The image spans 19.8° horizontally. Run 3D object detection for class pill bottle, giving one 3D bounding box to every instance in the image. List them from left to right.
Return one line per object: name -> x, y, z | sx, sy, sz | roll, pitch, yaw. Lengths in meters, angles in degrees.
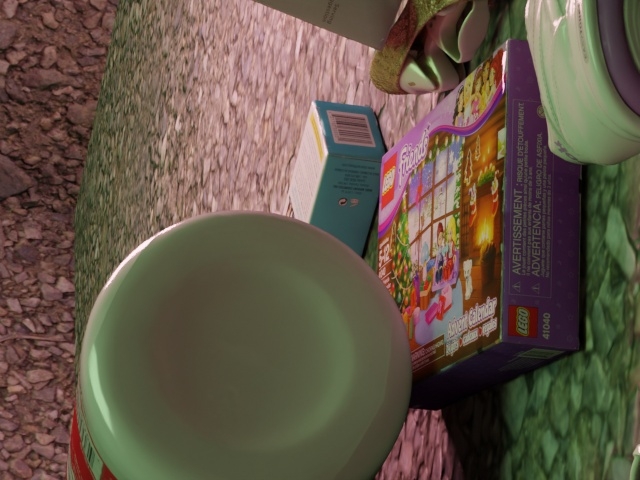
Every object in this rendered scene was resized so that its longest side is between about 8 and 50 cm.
pill bottle -> -0.078, 0.157, 1.408 | 0.408, 0.229, 0.229 | 112, 160, -64

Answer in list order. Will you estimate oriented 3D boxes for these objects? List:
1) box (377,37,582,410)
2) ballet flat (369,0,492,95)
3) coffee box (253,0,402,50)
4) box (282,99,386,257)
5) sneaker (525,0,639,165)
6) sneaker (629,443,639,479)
box -> 0.104, 0.001, 1.292 | 0.293, 0.057, 0.201 | 137, 137, -70
ballet flat -> 0.089, -0.154, 1.415 | 0.067, 0.073, 0.206 | 65, 158, 22
coffee box -> 0.021, -0.316, 1.398 | 0.119, 0.168, 0.297 | -108, 40, -76
box -> 0.000, 0.000, 1.713 | 0.100, 0.060, 0.244 | -103, 23, -54
sneaker -> 0.155, -0.188, 1.046 | 0.152, 0.114, 0.305 | 137, 137, -68
sneaker -> 0.193, 0.083, 0.819 | 0.090, 0.094, 0.235 | -143, 62, -76
